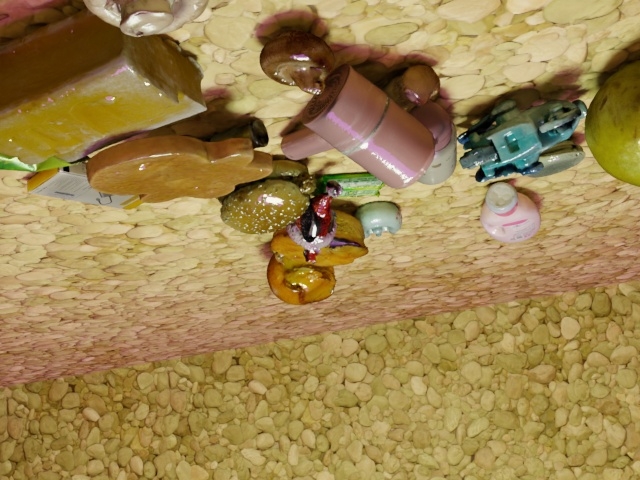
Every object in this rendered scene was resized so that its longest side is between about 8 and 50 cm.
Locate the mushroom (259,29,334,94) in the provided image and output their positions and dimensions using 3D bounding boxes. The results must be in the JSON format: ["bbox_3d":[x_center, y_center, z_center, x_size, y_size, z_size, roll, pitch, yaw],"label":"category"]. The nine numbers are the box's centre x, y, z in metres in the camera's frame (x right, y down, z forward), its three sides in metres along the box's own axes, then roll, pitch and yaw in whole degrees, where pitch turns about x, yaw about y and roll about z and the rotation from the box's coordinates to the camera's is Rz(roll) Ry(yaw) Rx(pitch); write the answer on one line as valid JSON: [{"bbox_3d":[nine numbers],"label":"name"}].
[{"bbox_3d":[-0.033,-0.279,1.282,0.109,0.085,0.126,24,172,14],"label":"mushroom"}]

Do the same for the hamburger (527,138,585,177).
[{"bbox_3d":[0.525,-0.190,1.886,0.133,0.063,0.140,3,159,-44],"label":"hamburger"}]

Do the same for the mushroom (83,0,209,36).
[{"bbox_3d":[-0.209,-0.312,1.007,0.166,0.127,0.166,-9,171,-1],"label":"mushroom"}]

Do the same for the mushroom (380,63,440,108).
[{"bbox_3d":[0.134,-0.250,1.493,0.084,0.071,0.209,-37,-176,-31],"label":"mushroom"}]

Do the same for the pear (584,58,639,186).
[{"bbox_3d":[0.629,-0.215,1.537,0.269,0.269,0.321,-17,177,26],"label":"pear"}]

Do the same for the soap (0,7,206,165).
[{"bbox_3d":[-0.347,-0.221,1.237,0.281,0.143,0.259,-19,165,18],"label":"soap"}]

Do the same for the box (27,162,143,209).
[{"bbox_3d":[-0.462,-0.112,1.709,0.129,0.033,0.247,-23,158,38],"label":"box"}]

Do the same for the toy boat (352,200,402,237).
[{"bbox_3d":[0.151,-0.039,2.182,0.134,0.079,0.208,-7,165,3],"label":"toy boat"}]

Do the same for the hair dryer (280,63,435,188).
[{"bbox_3d":[0.035,-0.185,1.515,0.210,0.125,0.352,34,163,-22],"label":"hair dryer"}]

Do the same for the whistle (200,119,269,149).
[{"bbox_3d":[-0.249,-0.160,1.609,0.326,0.057,0.068,-16,162,25],"label":"whistle"}]

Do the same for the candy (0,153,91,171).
[{"bbox_3d":[-0.526,-0.160,1.402,0.246,0.149,0.069,0,119,-30],"label":"candy"}]

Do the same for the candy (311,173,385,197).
[{"bbox_3d":[0.064,-0.128,1.918,0.178,0.032,0.102,-3,160,-11],"label":"candy"}]

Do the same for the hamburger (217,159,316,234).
[{"bbox_3d":[-0.112,-0.095,1.786,0.215,0.122,0.189,-23,156,35],"label":"hamburger"}]

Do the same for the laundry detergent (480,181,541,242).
[{"bbox_3d":[0.502,-0.073,2.222,0.159,0.088,0.335,-13,162,17],"label":"laundry detergent"}]

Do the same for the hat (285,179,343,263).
[{"bbox_3d":[-0.004,-0.061,1.873,0.128,0.140,0.227,15,151,-12],"label":"hat"}]

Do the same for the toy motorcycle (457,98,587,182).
[{"bbox_3d":[0.404,-0.210,1.649,0.260,0.154,0.206,-23,-179,30],"label":"toy motorcycle"}]

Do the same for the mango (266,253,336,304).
[{"bbox_3d":[-0.042,0.093,2.379,0.199,0.201,0.350,26,177,10],"label":"mango"}]

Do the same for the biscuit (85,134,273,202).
[{"bbox_3d":[-0.250,-0.130,1.472,0.275,0.052,0.354,-22,165,38],"label":"biscuit"}]

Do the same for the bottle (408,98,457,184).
[{"bbox_3d":[0.214,-0.196,1.634,0.109,0.110,0.233,-10,162,7],"label":"bottle"}]

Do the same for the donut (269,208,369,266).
[{"bbox_3d":[-0.003,-0.001,2.095,0.253,0.118,0.253,8,159,3],"label":"donut"}]
